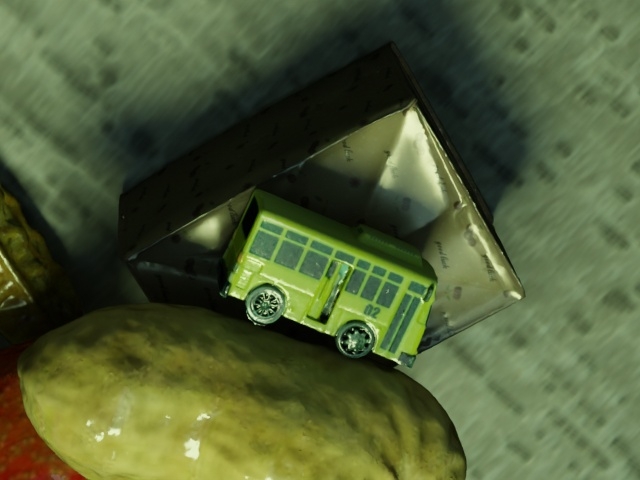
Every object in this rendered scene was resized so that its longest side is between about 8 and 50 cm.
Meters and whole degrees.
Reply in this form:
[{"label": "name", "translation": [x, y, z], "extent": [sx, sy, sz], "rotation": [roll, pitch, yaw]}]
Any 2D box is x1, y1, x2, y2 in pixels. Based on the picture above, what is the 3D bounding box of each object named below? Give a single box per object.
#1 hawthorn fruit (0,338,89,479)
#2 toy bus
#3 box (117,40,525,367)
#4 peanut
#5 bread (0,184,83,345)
[{"label": "hawthorn fruit", "translation": [-0.278, 0.218, 1.584], "extent": [0.300, 0.254, 0.254], "rotation": [-13, 115, 13]}, {"label": "toy bus", "translation": [0.009, 0.032, 1.445], "extent": [0.175, 0.088, 0.101], "rotation": [22, 101, -12]}, {"label": "box", "translation": [0.000, 0.000, 1.581], "extent": [0.297, 0.190, 0.225], "rotation": [-29, 112, 5]}, {"label": "peanut", "translation": [-0.063, 0.159, 1.436], "extent": [0.387, 0.192, 0.169], "rotation": [18, 117, -13]}, {"label": "bread", "translation": [-0.331, -0.044, 1.577], "extent": [0.077, 0.084, 0.367], "rotation": [-4, 127, 44]}]
